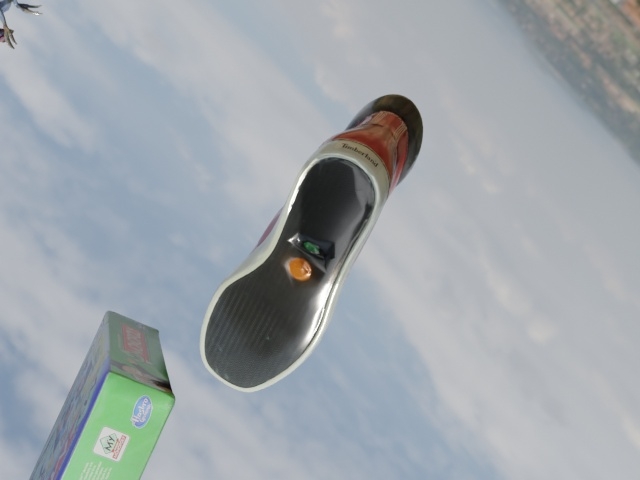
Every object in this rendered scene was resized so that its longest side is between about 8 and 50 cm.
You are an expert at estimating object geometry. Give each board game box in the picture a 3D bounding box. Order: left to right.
[{"bbox_3d":[-0.185,0.213,0.799,0.046,0.317,0.213,25,-179,-11],"label":"board game box"}]

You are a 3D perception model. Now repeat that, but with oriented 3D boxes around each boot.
[{"bbox_3d":[0.000,0.000,0.972,0.088,0.244,0.176,34,-150,2],"label":"boot"}]

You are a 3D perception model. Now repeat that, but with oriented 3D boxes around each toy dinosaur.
[{"bbox_3d":[-0.258,-0.201,0.994,0.090,0.082,0.047,56,-149,0],"label":"toy dinosaur"}]
